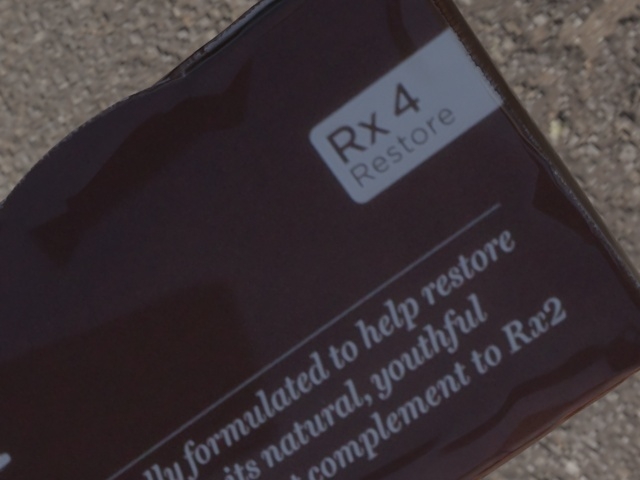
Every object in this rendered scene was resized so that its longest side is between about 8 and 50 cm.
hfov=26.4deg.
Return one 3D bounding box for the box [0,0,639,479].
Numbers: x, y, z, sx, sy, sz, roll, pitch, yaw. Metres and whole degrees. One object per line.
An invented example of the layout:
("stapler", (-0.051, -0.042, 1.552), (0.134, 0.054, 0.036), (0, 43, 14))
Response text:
("box", (0.000, 0.000, 0.526), (0.191, 0.381, 0.143), (-36, 91, 11))
